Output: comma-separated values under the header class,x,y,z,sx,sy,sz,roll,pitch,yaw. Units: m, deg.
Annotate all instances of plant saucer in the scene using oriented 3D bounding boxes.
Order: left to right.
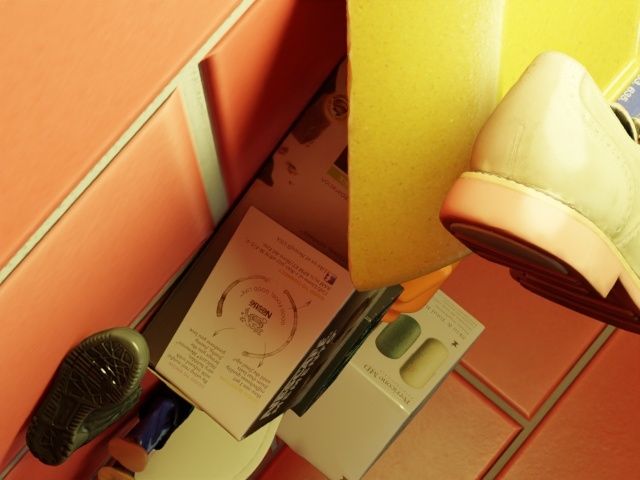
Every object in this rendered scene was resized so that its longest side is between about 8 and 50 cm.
class,x,y,z,sx,sy,sz,roll,pitch,yaw
plant saucer,0.142,-0.157,1.084,0.333,0.081,0.332,-46,150,-34

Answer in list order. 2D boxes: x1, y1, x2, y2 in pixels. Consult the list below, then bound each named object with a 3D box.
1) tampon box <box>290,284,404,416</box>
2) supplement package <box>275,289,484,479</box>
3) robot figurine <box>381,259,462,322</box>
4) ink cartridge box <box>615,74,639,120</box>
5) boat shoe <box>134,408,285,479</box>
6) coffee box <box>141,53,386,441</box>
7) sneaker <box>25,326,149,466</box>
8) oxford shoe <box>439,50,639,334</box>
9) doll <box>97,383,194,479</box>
class,x,y,z,sx,sy,sz,roll,pitch,yaw
tampon box,-0.001,0.099,1.918,0.161,0.101,0.120,-55,172,27
supplement package,0.066,0.182,2.378,0.263,0.199,0.198,-42,169,-51
robot figurine,0.114,0.003,2.033,0.219,0.128,0.158,-54,172,26
ink cartridge box,0.269,-0.229,1.329,0.303,0.072,0.307,-51,-147,15
boat shoe,-0.103,0.196,1.737,0.319,0.116,0.099,-51,171,-40
coffee box,0.000,0.000,1.315,0.297,0.119,0.168,-53,171,14
sneaker,-0.157,0.104,1.178,0.170,0.051,0.089,-49,175,34
oxford shoe,0.189,-0.019,1.072,0.130,0.123,0.348,-68,157,-4
doll,-0.150,0.169,1.568,0.189,0.046,0.129,-51,168,-55
